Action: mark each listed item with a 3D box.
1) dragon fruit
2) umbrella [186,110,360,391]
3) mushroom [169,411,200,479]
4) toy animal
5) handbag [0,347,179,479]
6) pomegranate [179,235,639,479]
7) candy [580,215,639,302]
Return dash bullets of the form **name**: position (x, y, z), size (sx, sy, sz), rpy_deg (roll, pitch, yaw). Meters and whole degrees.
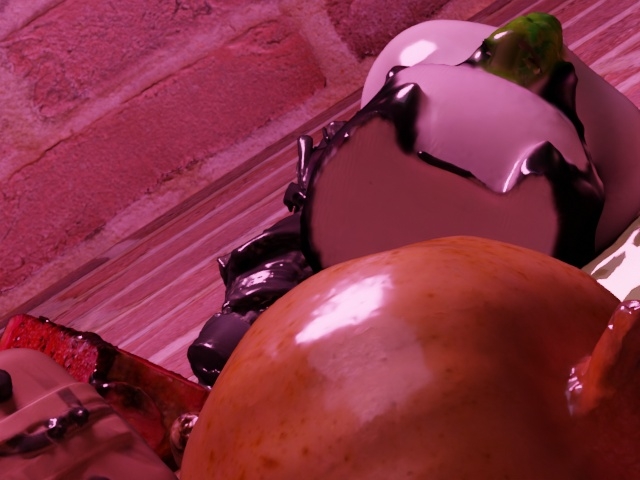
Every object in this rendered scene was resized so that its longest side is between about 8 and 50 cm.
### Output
- **dragon fruit**: position (-0.164, 0.136, 1.347), size (0.189, 0.163, 0.262), rpy_deg (-3, 2, -22)
- **umbrella**: position (-0.008, -0.008, 1.590), size (0.336, 0.154, 0.128), rpy_deg (-35, -30, -30)
- **mushroom**: position (-0.049, 0.144, 1.093), size (0.126, 0.085, 0.109), rpy_deg (-36, -25, -19)
- **toy animal**: position (0.112, -0.052, 1.248), size (0.212, 0.212, 0.267), rpy_deg (-24, 18, 36)
- **handbag**: position (-0.231, 0.215, 0.942), size (0.302, 0.149, 0.283), rpy_deg (-32, -24, -51)
- **pomegranate**: position (0.048, 0.100, 0.676), size (0.207, 0.207, 0.207), rpy_deg (-30, 9, 5)
- **candy**: position (0.259, -0.003, 0.791), size (0.343, 0.132, 0.142), rpy_deg (-32, 51, 4)
